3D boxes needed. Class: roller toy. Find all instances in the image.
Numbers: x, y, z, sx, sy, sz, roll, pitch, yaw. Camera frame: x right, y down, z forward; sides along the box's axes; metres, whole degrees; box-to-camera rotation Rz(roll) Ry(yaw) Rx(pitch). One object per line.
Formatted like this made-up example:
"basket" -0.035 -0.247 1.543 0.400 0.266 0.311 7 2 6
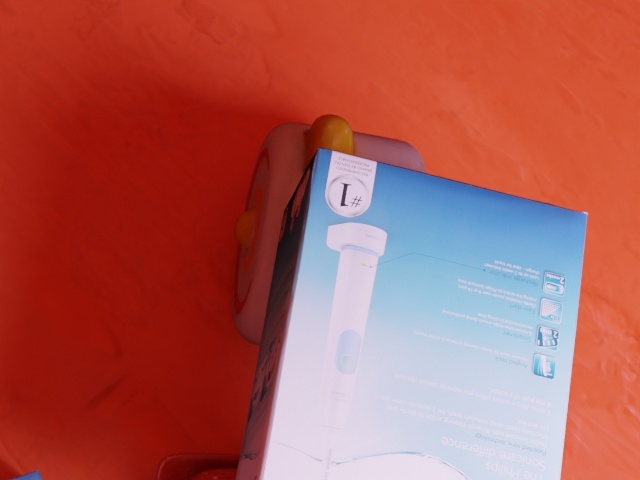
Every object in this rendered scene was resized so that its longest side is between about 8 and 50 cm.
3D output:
"roller toy" 0.000 0.000 1.572 0.146 0.209 0.191 9 83 -10

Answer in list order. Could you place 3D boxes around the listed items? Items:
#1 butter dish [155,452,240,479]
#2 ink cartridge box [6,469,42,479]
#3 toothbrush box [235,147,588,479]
"butter dish" -0.051 0.243 1.513 0.160 0.118 0.160 5 70 -12
"ink cartridge box" -0.244 0.286 1.479 0.104 0.060 0.180 -17 76 -19
"toothbrush box" 0.064 0.107 1.372 0.216 0.126 0.296 13 64 -9
